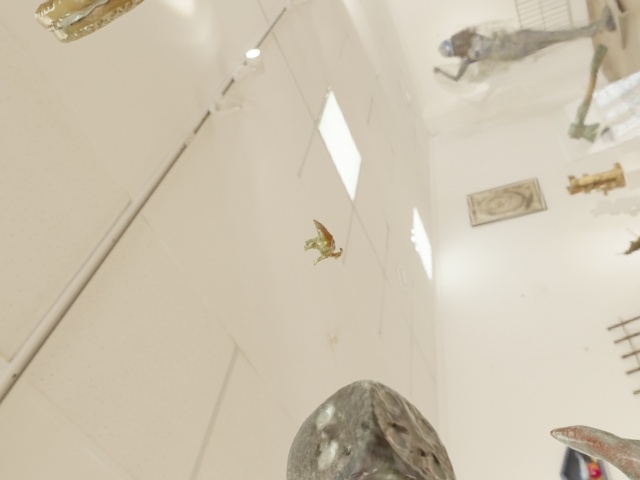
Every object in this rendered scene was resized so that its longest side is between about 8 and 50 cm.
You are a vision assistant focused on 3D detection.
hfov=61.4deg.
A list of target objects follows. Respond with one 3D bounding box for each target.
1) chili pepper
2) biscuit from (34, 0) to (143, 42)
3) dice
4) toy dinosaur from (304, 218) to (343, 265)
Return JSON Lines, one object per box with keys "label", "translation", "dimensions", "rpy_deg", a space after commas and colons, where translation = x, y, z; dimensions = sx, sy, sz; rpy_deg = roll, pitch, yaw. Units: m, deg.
{"label": "chili pepper", "translation": [0.265, 0.180, 0.428], "dimensions": [0.041, 0.153, 0.050], "rpy_deg": [-45, -37, -28]}
{"label": "biscuit", "translation": [-0.354, -0.418, 0.901], "dimensions": [0.079, 0.258, 0.259], "rpy_deg": [56, -153, -33]}
{"label": "dice", "translation": [0.070, 0.325, 0.763], "dimensions": [0.182, 0.181, 0.183], "rpy_deg": [43, -165, -16]}
{"label": "toy dinosaur", "translation": [-0.003, 0.002, 0.664], "dimensions": [0.113, 0.041, 0.026], "rpy_deg": [51, -156, -56]}
